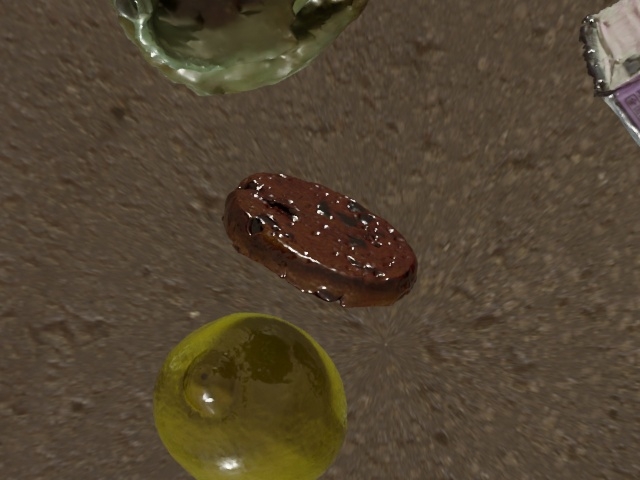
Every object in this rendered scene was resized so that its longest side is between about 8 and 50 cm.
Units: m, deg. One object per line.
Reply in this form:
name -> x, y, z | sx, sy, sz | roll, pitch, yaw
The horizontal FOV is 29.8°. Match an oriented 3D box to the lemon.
lemon -> -0.064, 0.168, 1.203 | 0.184, 0.248, 0.184 | -13, 56, 20

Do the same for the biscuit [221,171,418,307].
biscuit -> 0.000, 0.000, 1.095 | 0.192, 0.192, 0.049 | 27, 117, 5

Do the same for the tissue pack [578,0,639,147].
tissue pack -> 0.445, -0.105, 1.368 | 0.122, 0.259, 0.361 | -32, 112, 23

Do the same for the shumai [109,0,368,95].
shumai -> -0.105, -0.273, 0.895 | 0.292, 0.288, 0.329 | -25, 89, 28
